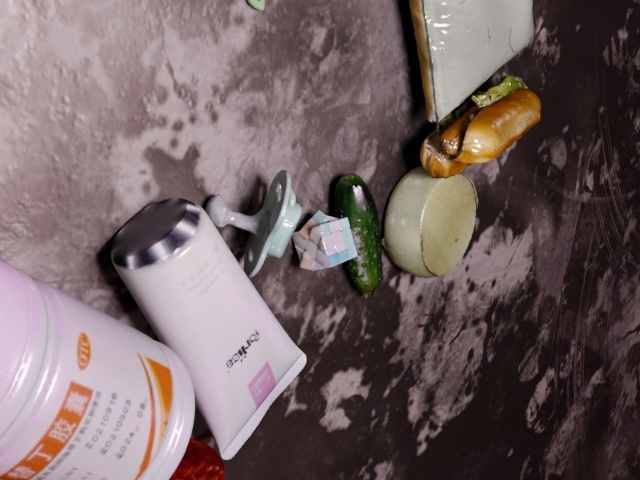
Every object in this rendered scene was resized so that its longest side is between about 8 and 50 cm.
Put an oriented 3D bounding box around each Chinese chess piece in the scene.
[{"bbox_3d":[0.181,-0.032,1.416,0.188,0.083,0.188,-20,117,-47],"label":"Chinese chess piece"}]

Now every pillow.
[{"bbox_3d":[0.234,-0.376,1.310,0.312,0.119,0.310,-42,131,-33],"label":"pillow"}]

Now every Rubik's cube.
[{"bbox_3d":[0.002,0.002,1.231,0.075,0.073,0.084,2,78,-42],"label":"Rubik's cube"}]

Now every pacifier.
[{"bbox_3d":[-0.090,-0.032,1.106,0.116,0.127,0.150,18,123,-14],"label":"pacifier"}]

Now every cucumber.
[{"bbox_3d":[0.060,-0.001,1.302,0.069,0.069,0.227,-40,135,-33],"label":"cucumber"}]

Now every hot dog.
[{"bbox_3d":[0.267,-0.192,1.398,0.337,0.135,0.100,-36,99,-51],"label":"hot dog"}]

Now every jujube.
[{"bbox_3d":[-0.195,0.304,1.090,0.112,0.109,0.176,-42,148,19],"label":"jujube"}]

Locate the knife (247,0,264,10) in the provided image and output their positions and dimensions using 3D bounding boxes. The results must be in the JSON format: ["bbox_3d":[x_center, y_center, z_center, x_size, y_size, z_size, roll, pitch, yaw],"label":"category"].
[{"bbox_3d":[-0.076,-0.423,1.017,0.043,0.020,0.293,-19,119,-45],"label":"knife"}]

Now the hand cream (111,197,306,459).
[{"bbox_3d":[-0.130,0.109,1.071,0.185,0.118,0.359,-52,135,-28],"label":"hand cream"}]

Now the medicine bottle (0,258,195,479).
[{"bbox_3d":[-0.294,0.142,0.841,0.316,0.202,0.202,39,74,-48],"label":"medicine bottle"}]
